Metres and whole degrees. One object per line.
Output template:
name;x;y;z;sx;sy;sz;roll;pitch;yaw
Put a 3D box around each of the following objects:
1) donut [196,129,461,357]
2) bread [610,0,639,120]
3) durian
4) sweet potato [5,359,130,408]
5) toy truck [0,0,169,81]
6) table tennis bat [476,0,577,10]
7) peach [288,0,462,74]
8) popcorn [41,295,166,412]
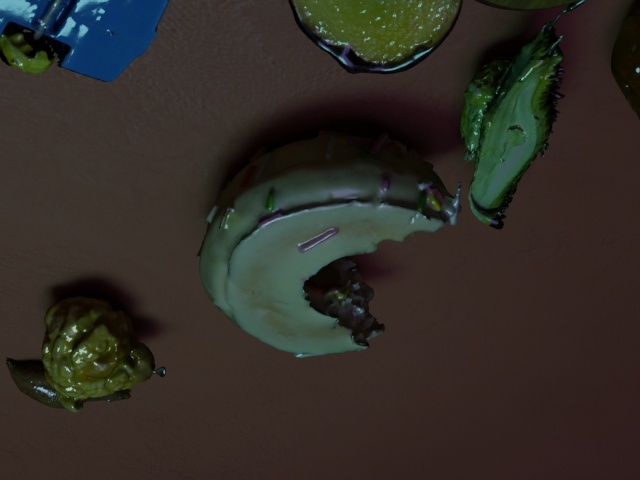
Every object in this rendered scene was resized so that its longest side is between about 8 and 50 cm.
donut;-0.009;0.004;1.292;0.307;0.150;0.371;8;138;-17
bread;0.425;-0.224;1.064;0.110;0.184;0.234;-3;140;-16
durian;0.237;-0.157;1.171;0.132;0.107;0.375;-1;141;-5
sweet potato;-0.414;0.249;1.589;0.226;0.068;0.068;21;133;-31
toy truck;-0.326;-0.288;0.875;0.384;0.162;0.161;19;133;-31
table tennis bat;0.199;-0.317;0.841;0.414;0.051;0.268;6;144;-44
peach;0.059;-0.294;1.008;0.189;0.068;0.279;5;141;-4
popcorn;-0.348;0.166;1.449;0.163;0.140;0.194;-28;147;11
